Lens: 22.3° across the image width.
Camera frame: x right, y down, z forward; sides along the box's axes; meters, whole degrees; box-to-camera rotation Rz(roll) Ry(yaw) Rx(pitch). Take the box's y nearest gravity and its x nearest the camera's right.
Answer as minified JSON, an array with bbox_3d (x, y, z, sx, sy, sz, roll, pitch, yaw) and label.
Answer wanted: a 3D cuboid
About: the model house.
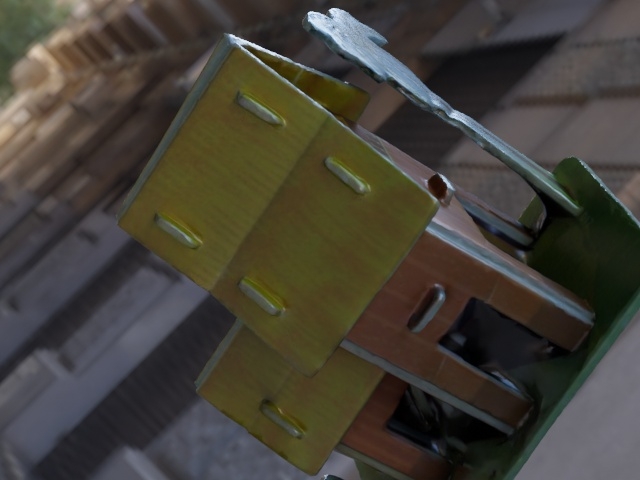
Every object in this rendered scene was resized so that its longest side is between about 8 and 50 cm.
[{"bbox_3d":[0.000,0.000,1.179,0.323,0.300,0.340,29,16,-23],"label":"model house"}]
